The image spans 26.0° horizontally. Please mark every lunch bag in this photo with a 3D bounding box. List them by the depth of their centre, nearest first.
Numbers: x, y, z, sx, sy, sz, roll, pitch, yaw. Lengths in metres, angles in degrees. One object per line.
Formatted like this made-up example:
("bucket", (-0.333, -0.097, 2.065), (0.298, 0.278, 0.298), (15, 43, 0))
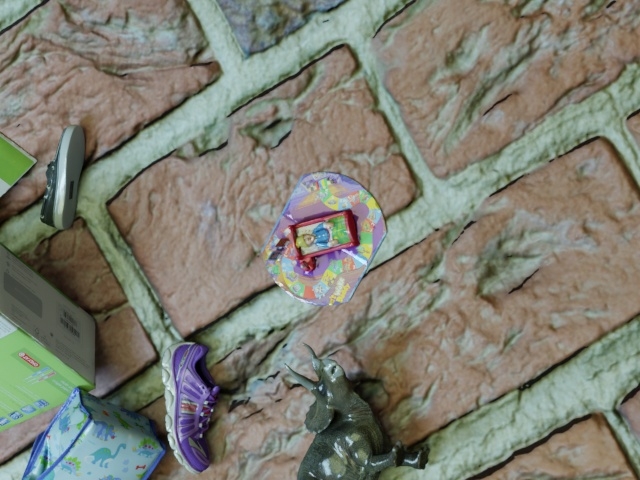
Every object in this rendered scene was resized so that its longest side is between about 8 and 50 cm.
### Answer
("lunch bag", (-0.295, 0.283, 1.781), (0.151, 0.129, 0.096), (-56, 32, 10))

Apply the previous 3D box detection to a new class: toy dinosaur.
("toy dinosaur", (0.031, 0.292, 1.705), (0.160, 0.121, 0.314), (16, 102, 29))

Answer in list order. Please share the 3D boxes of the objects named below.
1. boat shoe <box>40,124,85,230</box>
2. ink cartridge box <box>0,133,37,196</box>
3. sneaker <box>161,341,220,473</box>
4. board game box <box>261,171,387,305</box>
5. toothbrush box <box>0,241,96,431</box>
("boat shoe", (-0.344, -0.085, 1.833), (0.040, 0.049, 0.142), (12, 98, 18))
("ink cartridge box", (-0.528, -0.048, 1.880), (0.189, 0.097, 0.255), (35, 68, 14))
("sneaker", (-0.160, 0.214, 1.775), (0.071, 0.068, 0.170), (-7, 89, 13))
("board game box", (0.000, 0.000, 1.729), (0.133, 0.033, 0.169), (32, 102, 15))
("toothbrush box", (-0.462, 0.150, 1.785), (0.283, 0.206, 0.122), (-26, 46, 17))
